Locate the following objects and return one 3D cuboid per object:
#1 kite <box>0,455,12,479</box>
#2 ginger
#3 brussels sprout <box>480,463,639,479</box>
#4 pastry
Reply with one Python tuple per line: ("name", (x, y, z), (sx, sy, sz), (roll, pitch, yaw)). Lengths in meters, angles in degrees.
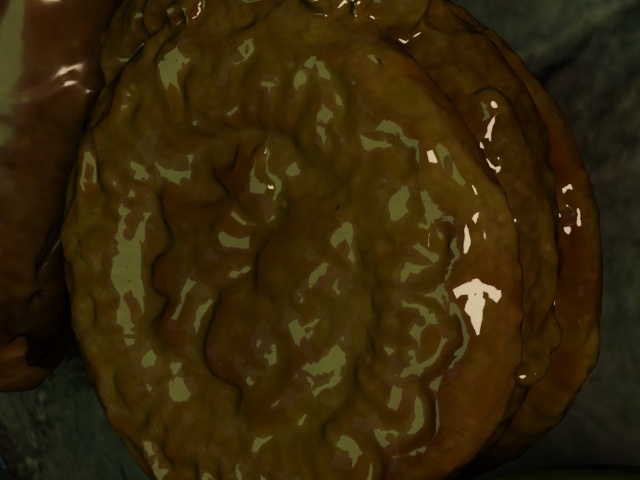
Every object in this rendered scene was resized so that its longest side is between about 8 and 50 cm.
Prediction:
("kite", (-0.238, 0.136, 1.044), (0.234, 0.016, 0.321), (34, 127, 27))
("ginger", (-0.140, -0.041, 0.807), (0.107, 0.133, 0.309), (23, 124, 3))
("brussels sprout", (0.088, 0.233, 0.594), (0.344, 0.268, 0.344), (12, 116, 26))
("pastry", (0.000, 0.000, 0.700), (0.240, 0.132, 0.235), (-18, 85, 39))
